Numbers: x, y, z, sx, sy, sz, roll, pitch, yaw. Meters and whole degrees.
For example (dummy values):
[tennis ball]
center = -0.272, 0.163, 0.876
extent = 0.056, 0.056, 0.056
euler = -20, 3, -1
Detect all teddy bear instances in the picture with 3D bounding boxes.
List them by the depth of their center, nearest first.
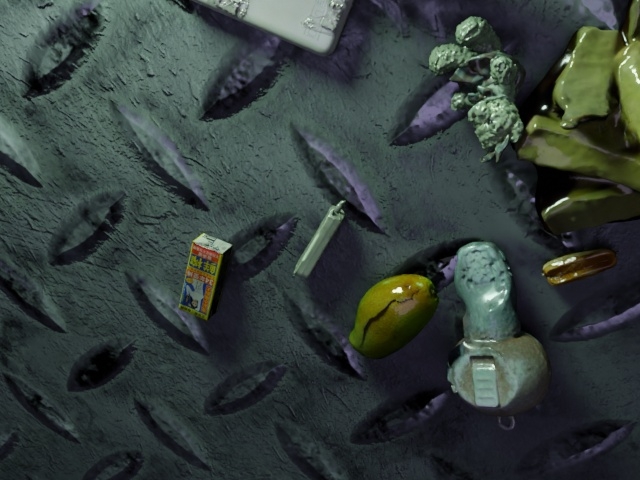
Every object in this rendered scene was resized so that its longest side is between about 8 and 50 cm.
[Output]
[teddy bear]
center = 0.262, -0.231, 0.911
extent = 0.133, 0.111, 0.213
euler = -21, 91, 65

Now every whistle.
[whistle]
center = 0.321, 0.172, 1.077
extent = 0.189, 0.189, 0.347
euler = -9, 90, 16

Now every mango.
[mango]
center = 0.126, 0.147, 1.116
extent = 0.125, 0.111, 0.233
euler = 48, 128, 4

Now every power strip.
[power strip]
center = 0.000, 0.000, 1.107
extent = 0.030, 0.047, 0.191
euler = 28, 118, -6

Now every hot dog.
[hot dog]
center = 0.457, 0.043, 1.034
extent = 0.133, 0.041, 0.056
euler = -21, 108, 28

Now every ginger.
[ginger]
center = 0.481, -0.168, 0.815
extent = 0.413, 0.211, 0.358
euler = -31, 102, 14

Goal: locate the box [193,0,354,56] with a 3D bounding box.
[box]
center = -0.087, -0.412, 0.939
extent = 0.285, 0.044, 0.142
euler = 24, 115, 1

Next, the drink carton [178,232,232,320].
[drink carton]
center = -0.233, 0.075, 1.190
extent = 0.071, 0.056, 0.165
euler = 24, 117, 10
